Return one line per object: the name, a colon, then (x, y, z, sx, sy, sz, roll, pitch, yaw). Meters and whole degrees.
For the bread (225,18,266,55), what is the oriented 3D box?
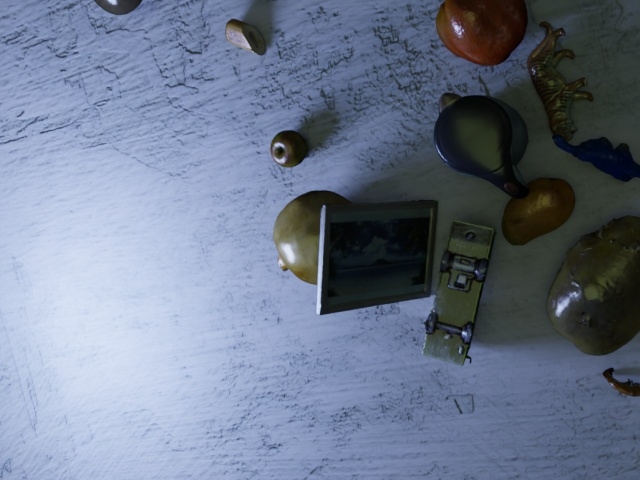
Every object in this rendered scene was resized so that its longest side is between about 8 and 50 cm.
bread: (-0.176, -0.490, 1.484, 0.103, 0.049, 0.062, 26, 141, 14)

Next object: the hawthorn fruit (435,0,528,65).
hawthorn fruit: (0.322, -0.439, 1.236, 0.189, 0.189, 0.189, 4, 101, 21)

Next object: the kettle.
kettle: (0.334, -0.183, 1.225, 0.165, 0.255, 0.240, -37, 82, 20)

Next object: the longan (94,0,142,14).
longan: (-0.517, -0.652, 1.536, 0.204, 0.159, 0.185, -9, 98, 39)

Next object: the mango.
mango: (0.449, -0.066, 1.297, 0.164, 0.089, 0.115, -29, 97, 27)

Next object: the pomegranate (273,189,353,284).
pomegranate: (0.005, -0.005, 1.414, 0.233, 0.233, 0.233, 4, 101, 21)

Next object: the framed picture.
framed picture: (0.127, 0.029, 1.341, 0.024, 0.314, 0.232, 18, 109, 55)

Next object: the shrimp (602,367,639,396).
shrimp: (0.650, 0.298, 1.294, 0.127, 0.091, 0.025, 11, 108, -17)

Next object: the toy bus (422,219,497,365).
toy bus: (0.308, 0.111, 1.358, 0.113, 0.139, 0.302, 14, 96, 18)

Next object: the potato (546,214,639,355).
potato: (0.575, 0.091, 1.245, 0.191, 0.141, 0.297, 23, 104, 14)

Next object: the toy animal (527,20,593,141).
toy animal: (0.479, -0.322, 1.254, 0.099, 0.056, 0.241, -24, 90, 24)

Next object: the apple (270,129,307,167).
apple: (-0.076, -0.218, 1.481, 0.089, 0.074, 0.090, 5, 102, 23)

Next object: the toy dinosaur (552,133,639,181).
toy dinosaur: (0.557, -0.144, 1.185, 0.247, 0.188, 0.075, 37, 118, 10)
